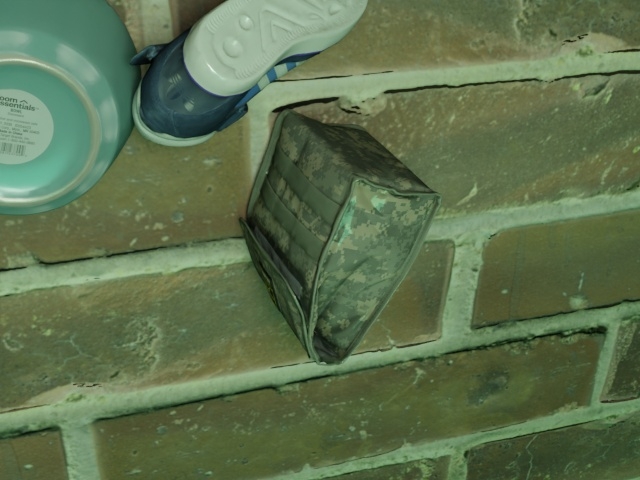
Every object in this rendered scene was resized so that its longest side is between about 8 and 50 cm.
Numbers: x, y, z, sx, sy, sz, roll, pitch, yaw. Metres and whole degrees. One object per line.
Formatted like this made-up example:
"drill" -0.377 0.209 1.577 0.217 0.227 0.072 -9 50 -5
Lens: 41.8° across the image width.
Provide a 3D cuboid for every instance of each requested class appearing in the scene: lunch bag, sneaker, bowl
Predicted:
"lunch bag" 0.000 0.000 1.151 0.169 0.235 0.287 8 116 -31
"sneaker" -0.103 -0.234 1.054 0.130 0.236 0.323 52 51 -9
"bowl" -0.353 -0.152 0.971 0.312 0.163 0.311 -10 123 -16
